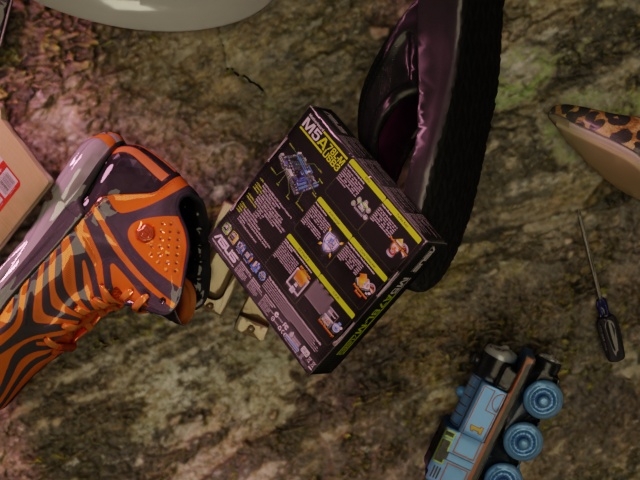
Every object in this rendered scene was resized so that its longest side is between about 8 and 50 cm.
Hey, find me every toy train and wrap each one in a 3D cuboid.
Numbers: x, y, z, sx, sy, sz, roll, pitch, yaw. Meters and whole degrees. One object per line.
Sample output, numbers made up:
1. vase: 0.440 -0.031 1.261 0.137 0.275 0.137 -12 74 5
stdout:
1. toy train: 0.185 0.194 1.323 0.105 0.080 0.184 24 98 2

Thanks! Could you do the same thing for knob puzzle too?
1. knob puzzle: -0.373 -0.071 1.277 0.213 0.030 0.213 3 97 27

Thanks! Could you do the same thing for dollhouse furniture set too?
1. dollhouse furniture set: -0.050 0.034 1.271 0.151 0.123 0.144 25 97 -4

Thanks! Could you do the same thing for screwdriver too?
1. screwdriver: 0.298 0.049 1.336 0.024 0.025 0.170 -15 90 2

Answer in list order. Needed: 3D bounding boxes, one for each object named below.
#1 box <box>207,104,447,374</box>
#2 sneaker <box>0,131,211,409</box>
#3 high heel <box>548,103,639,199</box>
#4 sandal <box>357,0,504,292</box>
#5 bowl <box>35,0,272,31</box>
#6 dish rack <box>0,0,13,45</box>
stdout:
1. box: 0.000 0.000 1.195 0.184 0.045 0.191 -50 62 20
2. sneaker: -0.228 0.065 1.256 0.180 0.124 0.321 32 98 10
3. high heel: 0.384 -0.127 1.293 0.261 0.093 0.186 29 75 7
4. sandal: 0.109 -0.173 1.246 0.107 0.167 0.446 9 93 26
5. bowl: -0.173 -0.319 1.162 0.297 0.298 0.134 6 73 -2
6. dish rack: -0.386 -0.328 1.237 0.208 0.074 0.272 15 98 -2
